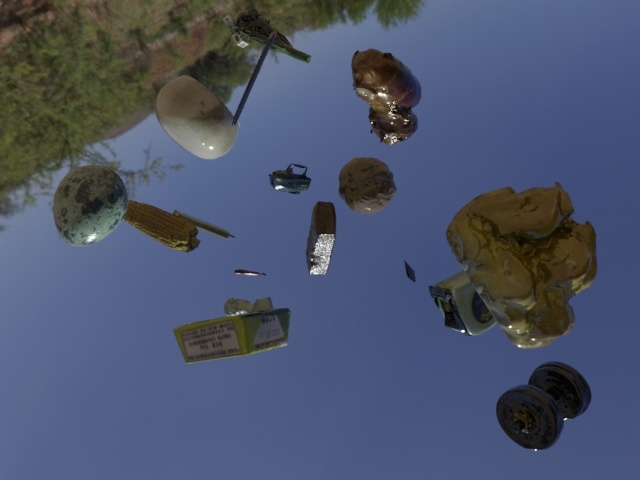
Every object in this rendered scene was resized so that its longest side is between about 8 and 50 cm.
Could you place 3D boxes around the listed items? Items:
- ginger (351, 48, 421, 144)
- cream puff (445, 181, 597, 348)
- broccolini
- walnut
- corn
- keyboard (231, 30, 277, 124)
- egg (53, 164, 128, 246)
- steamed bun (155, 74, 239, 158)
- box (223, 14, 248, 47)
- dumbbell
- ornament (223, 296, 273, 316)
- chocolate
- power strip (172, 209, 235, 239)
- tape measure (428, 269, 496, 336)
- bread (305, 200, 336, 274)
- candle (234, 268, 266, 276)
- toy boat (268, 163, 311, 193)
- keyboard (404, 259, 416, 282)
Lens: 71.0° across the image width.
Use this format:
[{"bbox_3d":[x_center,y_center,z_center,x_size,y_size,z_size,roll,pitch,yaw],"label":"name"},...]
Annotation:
[{"bbox_3d":[0.217,-0.448,1.442,0.176,0.418,0.254,14,-89,27],"label":"ginger"},{"bbox_3d":[0.432,0.040,0.927,0.257,0.291,0.324,-35,-113,19],"label":"cream puff"},{"bbox_3d":[-0.116,-0.463,1.053,0.091,0.202,0.068,-40,170,-49],"label":"broccolini"},{"bbox_3d":[0.191,-0.232,1.902,0.248,0.248,0.248,-22,-151,13],"label":"walnut"},{"bbox_3d":[-0.471,-0.044,1.327,0.262,0.097,0.097,26,-134,6],"label":"corn"},{"bbox_3d":[-0.107,-0.254,0.710,0.155,0.010,0.053,-55,-162,34],"label":"keyboard"},{"bbox_3d":[-0.466,-0.069,0.909,0.132,0.132,0.172,7,-105,48],"label":"egg"},{"bbox_3d":[-0.462,-0.436,1.656,0.206,0.324,0.324,-51,-149,-5],"label":"steamed bun"},{"bbox_3d":[-0.247,-0.611,1.312,0.024,0.083,0.054,-26,-171,19],"label":"box"},{"bbox_3d":[0.696,0.505,1.394,0.388,0.185,0.185,-11,-168,-40],"label":"dumbbell"},{"bbox_3d":[-0.396,0.369,2.449,0.285,0.130,0.120,-5,-101,20],"label":"ornament"},{"bbox_3d":[-0.291,0.327,1.543,0.301,0.137,0.289,-16,168,26],"label":"chocolate"},{"bbox_3d":[-0.460,-0.057,1.787,0.092,0.268,0.034,23,-90,59],"label":"power strip"},{"bbox_3d":[0.444,0.198,1.380,0.235,0.207,0.115,-20,-165,-29],"label":"tape measure"},{"bbox_3d":[0.000,0.000,2.033,0.113,0.416,0.165,-1,-119,-6],"label":"bread"},{"bbox_3d":[-0.346,0.161,2.231,0.021,0.167,0.026,-44,-135,50],"label":"candle"},{"bbox_3d":[-0.105,-0.203,1.470,0.093,0.103,0.246,14,-170,16],"label":"toy boat"},{"bbox_3d":[0.392,0.136,1.953,0.015,0.196,0.074,-8,-107,19],"label":"keyboard"}]
